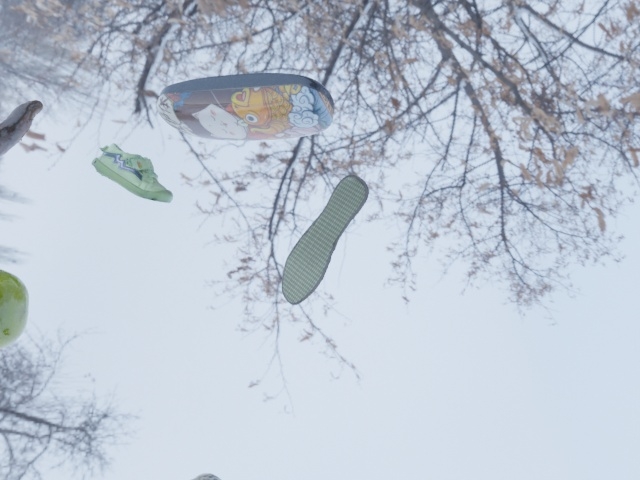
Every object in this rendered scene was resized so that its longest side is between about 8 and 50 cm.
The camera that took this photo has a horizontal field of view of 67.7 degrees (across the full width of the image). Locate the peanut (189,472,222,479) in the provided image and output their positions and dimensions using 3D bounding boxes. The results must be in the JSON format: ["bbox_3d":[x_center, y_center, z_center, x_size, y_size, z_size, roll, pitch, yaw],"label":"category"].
[{"bbox_3d":[-0.239,0.624,1.124,0.236,0.120,0.110,1,-93,45],"label":"peanut"}]

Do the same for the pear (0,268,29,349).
[{"bbox_3d":[-0.713,0.145,1.028,0.216,0.166,0.180,-178,-102,-76],"label":"pear"}]

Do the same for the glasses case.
[{"bbox_3d":[-0.133,-0.228,0.829,0.320,0.122,0.082,3,-104,20],"label":"glasses case"}]

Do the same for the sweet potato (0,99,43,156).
[{"bbox_3d":[-0.580,-0.172,0.842,0.057,0.057,0.265,-37,-157,38],"label":"sweet potato"}]

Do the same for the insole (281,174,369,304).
[{"bbox_3d":[0.000,0.000,0.813,0.086,0.005,0.253,40,-73,30],"label":"insole"}]

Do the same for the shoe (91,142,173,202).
[{"bbox_3d":[-0.575,-0.202,1.470,0.128,0.262,0.140,-63,-177,13],"label":"shoe"}]
